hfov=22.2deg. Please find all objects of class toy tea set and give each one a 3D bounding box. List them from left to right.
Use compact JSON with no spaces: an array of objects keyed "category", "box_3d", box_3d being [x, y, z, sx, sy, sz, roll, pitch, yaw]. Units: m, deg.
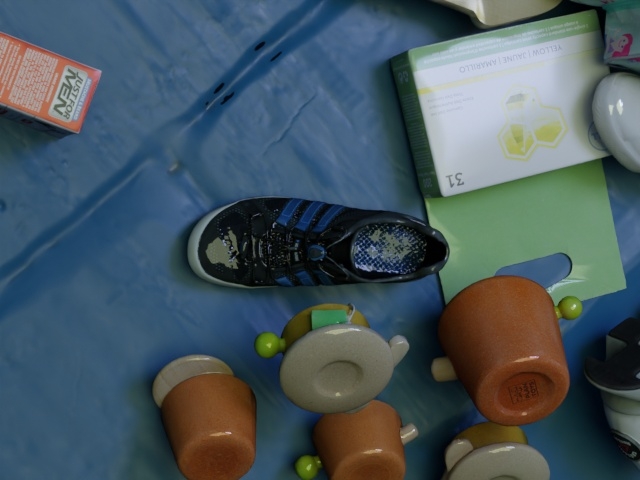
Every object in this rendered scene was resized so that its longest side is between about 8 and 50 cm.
[{"category":"toy tea set","box_3d":[0.040,0.106,1.273,0.336,0.124,0.200,8,126,-18]}]

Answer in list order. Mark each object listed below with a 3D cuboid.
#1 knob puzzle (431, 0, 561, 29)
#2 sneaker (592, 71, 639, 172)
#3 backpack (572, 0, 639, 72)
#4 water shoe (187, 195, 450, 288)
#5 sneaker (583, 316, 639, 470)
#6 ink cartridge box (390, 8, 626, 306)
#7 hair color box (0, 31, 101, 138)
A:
[{"category":"knob puzzle","box_3d":[0.138,-0.257,1.320,0.213,0.030,0.213,7,74,-24]},{"category":"sneaker","box_3d":[0.314,-0.080,1.321,0.212,0.094,0.080,29,66,-32]},{"category":"backpack","box_3d":[0.345,-0.218,1.282,0.253,0.225,0.191,-5,93,-39]},{"category":"water shoe","box_3d":[0.000,0.000,1.263,0.203,0.080,0.073,-2,91,-16]},{"category":"sneaker","box_3d":[0.372,0.083,1.368,0.330,0.122,0.146,-32,117,-15]},{"category":"ink cartridge box","box_3d":[0.165,-0.055,1.326,0.171,0.056,0.235,-14,93,-16]},{"category":"hair color box","box_3d":[-0.251,-0.128,1.182,0.167,0.093,0.053,22,85,-16]}]
